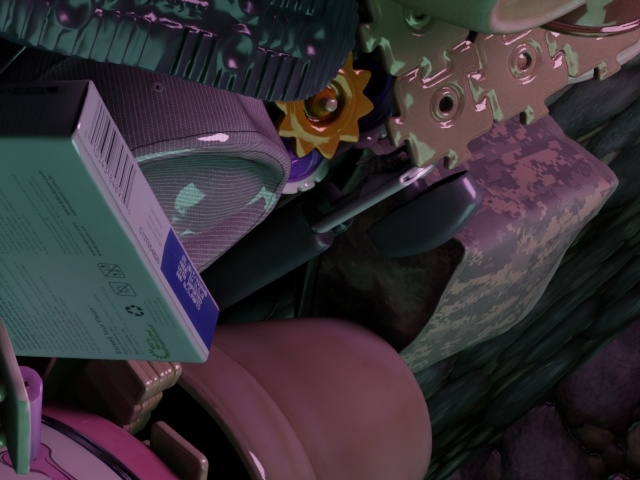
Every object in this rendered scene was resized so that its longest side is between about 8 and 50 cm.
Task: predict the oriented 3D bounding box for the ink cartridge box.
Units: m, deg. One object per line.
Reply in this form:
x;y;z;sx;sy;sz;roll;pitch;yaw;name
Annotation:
-0.196;-0.005;1.117;0.224;0.045;0.223;-1;144;18;ink cartridge box

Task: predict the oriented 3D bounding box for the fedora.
-0.111;-0.053;1.247;0.275;0.124;0.244;-6;135;-53;fedora

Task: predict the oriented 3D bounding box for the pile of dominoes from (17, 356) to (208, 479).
-0.174;0.162;1.572;0.040;0.196;0.251;-27;159;-38;pile of dominoes

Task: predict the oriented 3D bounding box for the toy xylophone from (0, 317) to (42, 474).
-0.318;0.071;1.091;0.322;0.081;0.236;-5;152;-2;toy xylophone

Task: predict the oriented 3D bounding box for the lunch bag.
0.105;0.020;1.828;0.235;0.169;0.287;-23;152;-42;lunch bag

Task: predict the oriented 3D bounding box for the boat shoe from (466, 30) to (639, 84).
0.256;-0.235;1.631;0.324;0.123;0.116;-28;127;-6;boat shoe

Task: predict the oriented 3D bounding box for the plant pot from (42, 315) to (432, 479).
-0.058;0.197;1.684;0.280;0.323;0.323;-22;156;-45;plant pot

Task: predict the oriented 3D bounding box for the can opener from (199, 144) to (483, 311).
0.000;0.000;1.584;0.280;0.093;0.074;-25;-171;36;can opener

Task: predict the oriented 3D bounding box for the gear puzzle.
0.099;-0.152;1.488;0.339;0.044;0.175;-31;119;-24;gear puzzle

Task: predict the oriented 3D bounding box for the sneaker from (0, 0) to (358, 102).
-0.129;-0.154;1.055;0.319;0.131;0.112;21;95;-45;sneaker

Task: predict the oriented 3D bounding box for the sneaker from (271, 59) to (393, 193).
-0.007;-0.096;1.527;0.170;0.068;0.071;-36;149;-38;sneaker

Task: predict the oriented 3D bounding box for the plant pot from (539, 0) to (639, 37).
0.190;-0.258;1.360;0.167;0.167;0.165;-26;149;-36;plant pot

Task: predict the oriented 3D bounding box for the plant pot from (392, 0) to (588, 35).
0.099;-0.230;1.105;0.284;0.191;0.284;-28;165;-8;plant pot

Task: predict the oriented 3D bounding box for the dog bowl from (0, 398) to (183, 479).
-0.207;0.305;1.537;0.150;0.408;0.408;-32;162;-41;dog bowl
